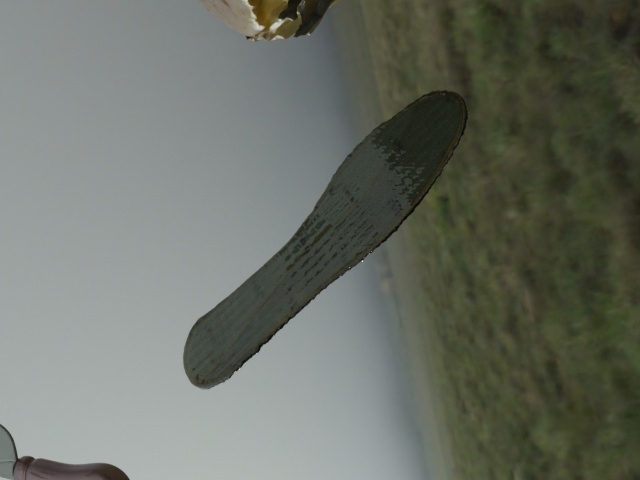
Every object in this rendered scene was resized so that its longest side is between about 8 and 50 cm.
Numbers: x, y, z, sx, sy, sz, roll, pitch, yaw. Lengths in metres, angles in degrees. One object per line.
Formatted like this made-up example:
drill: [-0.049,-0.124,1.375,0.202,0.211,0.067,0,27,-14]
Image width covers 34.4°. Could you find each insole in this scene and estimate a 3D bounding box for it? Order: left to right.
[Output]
insole: [0.000,0.000,0.910,0.009,0.348,0.119,38,-168,-37]

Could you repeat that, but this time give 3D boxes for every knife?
knife: [-0.366,0.245,1.171,0.043,0.335,0.081,-38,-40,-68]

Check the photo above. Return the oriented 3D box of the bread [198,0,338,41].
bread: [-0.116,-0.339,0.909,0.389,0.183,0.236,53,-176,-37]
